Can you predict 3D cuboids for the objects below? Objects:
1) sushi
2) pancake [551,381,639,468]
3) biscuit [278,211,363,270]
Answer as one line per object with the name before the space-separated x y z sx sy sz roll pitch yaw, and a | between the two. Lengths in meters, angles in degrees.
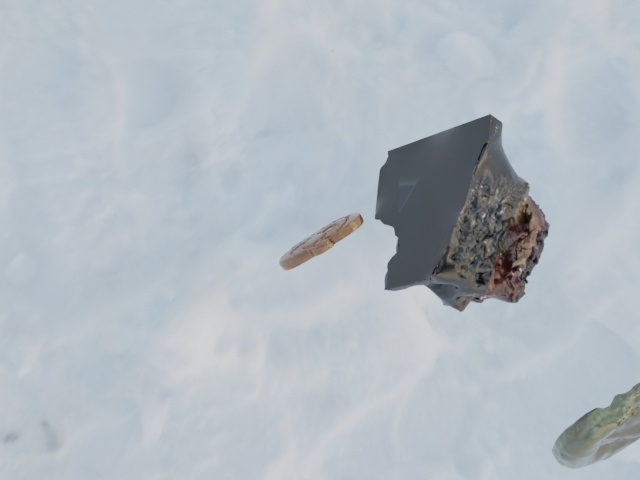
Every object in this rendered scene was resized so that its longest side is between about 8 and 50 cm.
sushi | 0.163 -0.009 1.575 0.150 0.153 0.172 29 57 -38
pancake | 0.309 0.131 1.294 0.236 0.222 0.042 -36 71 -2
biscuit | 0.000 0.000 1.386 0.091 0.078 0.015 -32 97 2
